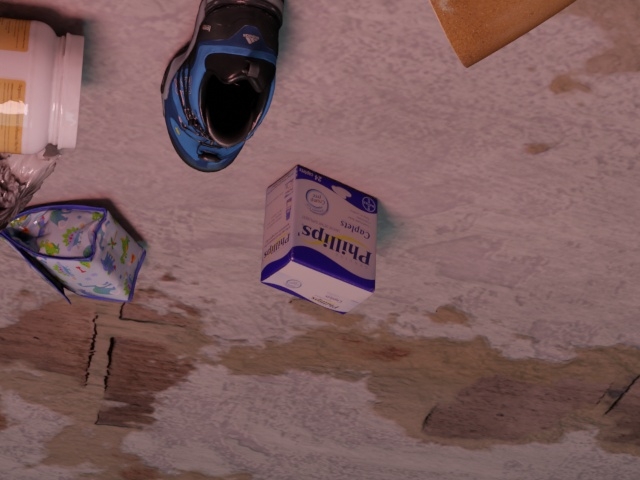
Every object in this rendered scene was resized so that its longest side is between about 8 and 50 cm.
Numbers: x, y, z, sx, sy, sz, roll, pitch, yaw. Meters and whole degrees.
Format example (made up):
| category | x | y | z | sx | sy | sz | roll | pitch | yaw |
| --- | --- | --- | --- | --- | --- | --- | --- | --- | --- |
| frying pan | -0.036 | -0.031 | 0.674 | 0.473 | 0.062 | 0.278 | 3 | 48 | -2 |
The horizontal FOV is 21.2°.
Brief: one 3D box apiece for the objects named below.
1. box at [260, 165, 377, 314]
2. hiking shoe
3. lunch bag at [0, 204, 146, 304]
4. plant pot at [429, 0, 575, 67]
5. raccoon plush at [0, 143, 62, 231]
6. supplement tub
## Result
| category | x | y | z | sx | sy | sz | roll | pitch | yaw |
| --- | --- | --- | --- | --- | --- | --- | --- | --- | --- |
| box | 0.000 | 0.000 | 2.058 | 0.126 | 0.137 | 0.072 | 22 | 143 | -28 |
| hiking shoe | -0.115 | -0.146 | 1.830 | 0.113 | 0.132 | 0.304 | 7 | 149 | -7 |
| lunch bag | -0.320 | 0.017 | 2.165 | 0.151 | 0.096 | 0.129 | 6 | 154 | 23 |
| plant pot | 0.197 | -0.306 | 1.479 | 0.254 | 0.237 | 0.237 | -22 | 143 | 12 |
| raccoon plush | -0.545 | -0.038 | 2.069 | 0.299 | 0.446 | 0.216 | 42 | -178 | 5 |
| supplement tub | -0.354 | -0.165 | 1.802 | 0.200 | 0.144 | 0.144 | 5 | 149 | -9 |
